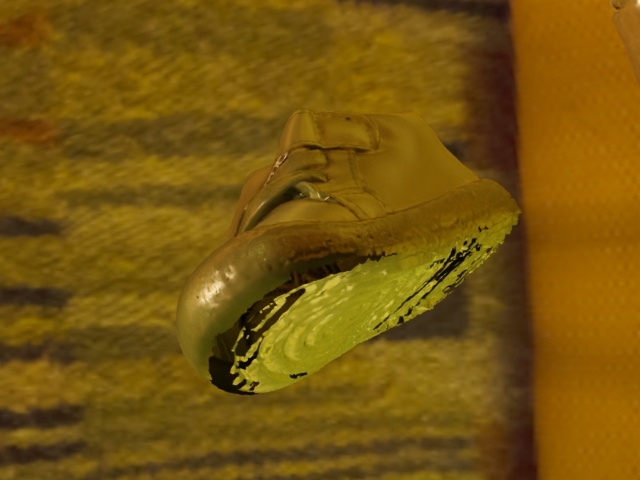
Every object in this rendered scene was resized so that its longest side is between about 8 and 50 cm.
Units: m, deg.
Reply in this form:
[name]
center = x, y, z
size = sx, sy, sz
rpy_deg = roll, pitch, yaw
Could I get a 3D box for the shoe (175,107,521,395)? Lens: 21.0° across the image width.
[shoe]
center = 0.004, 0.006, 0.959
size = 0.262, 0.128, 0.140
rpy_deg = -16, 140, -51

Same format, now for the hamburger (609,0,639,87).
[hamburger]
center = 0.237, -0.092, 0.658
size = 0.309, 0.132, 0.211
rpy_deg = 8, 64, -16
